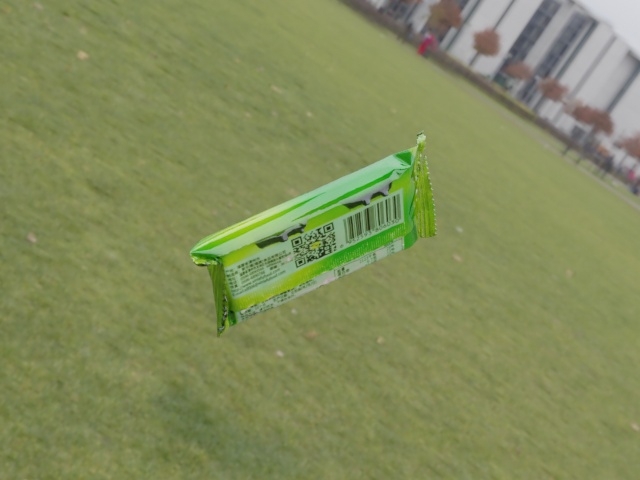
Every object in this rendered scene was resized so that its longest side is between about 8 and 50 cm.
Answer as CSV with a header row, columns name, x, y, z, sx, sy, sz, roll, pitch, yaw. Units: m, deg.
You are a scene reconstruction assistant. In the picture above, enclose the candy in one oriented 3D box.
name,x,y,z,sx,sy,sz,roll,pitch,yaw
candy,-0.001,-0.001,0.671,0.032,0.178,0.102,58,-13,33
